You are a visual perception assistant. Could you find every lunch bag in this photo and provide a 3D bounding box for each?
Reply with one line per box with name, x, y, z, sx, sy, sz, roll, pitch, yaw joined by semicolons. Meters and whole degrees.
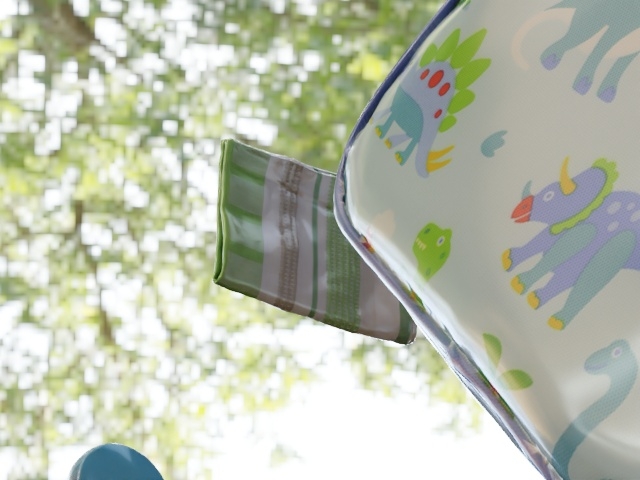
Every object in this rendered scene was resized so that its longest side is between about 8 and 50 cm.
lunch bag;0.107;-0.019;0.416;0.090;0.176;0.219;35;-171;-30

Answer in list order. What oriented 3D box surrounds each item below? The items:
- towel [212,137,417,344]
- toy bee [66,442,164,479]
towel;0.000;0.000;1.166;0.152;0.023;0.113;19;-126;-30
toy bee;-0.158;0.218;1.120;0.298;0.195;0.162;7;-131;-15
